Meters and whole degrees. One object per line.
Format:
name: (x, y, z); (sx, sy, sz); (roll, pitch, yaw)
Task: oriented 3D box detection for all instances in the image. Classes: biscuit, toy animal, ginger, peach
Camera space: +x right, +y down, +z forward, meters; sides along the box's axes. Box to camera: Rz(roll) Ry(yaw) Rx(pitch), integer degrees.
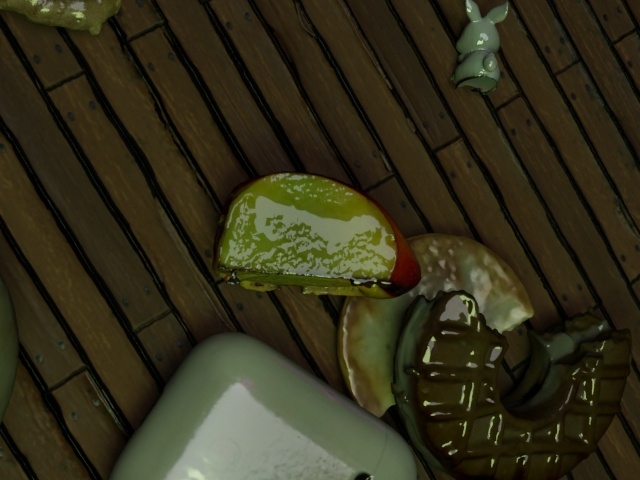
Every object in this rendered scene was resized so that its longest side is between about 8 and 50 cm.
biscuit: (0.142, 0.098, 1.222); (0.308, 0.040, 0.205); (-29, 94, -19)
toy animal: (0.231, -0.284, 1.276); (0.070, 0.085, 0.124); (5, 77, 0)
ginger: (-0.391, -0.316, 1.074); (0.288, 0.075, 0.089); (9, 104, -22)
biscuit: (0.254, 0.209, 1.183); (0.366, 0.115, 0.268); (9, 93, -25)
peach: (-0.002, -0.006, 1.121); (0.267, 0.159, 0.154); (4, 82, -6)

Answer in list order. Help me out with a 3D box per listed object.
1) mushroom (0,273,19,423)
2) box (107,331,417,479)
mushroom: (-0.492, 0.127, 0.878); (0.294, 0.362, 0.362); (20, 76, 23)
box: (-0.066, 0.301, 1.080); (0.349, 0.141, 0.289); (36, 74, -12)
